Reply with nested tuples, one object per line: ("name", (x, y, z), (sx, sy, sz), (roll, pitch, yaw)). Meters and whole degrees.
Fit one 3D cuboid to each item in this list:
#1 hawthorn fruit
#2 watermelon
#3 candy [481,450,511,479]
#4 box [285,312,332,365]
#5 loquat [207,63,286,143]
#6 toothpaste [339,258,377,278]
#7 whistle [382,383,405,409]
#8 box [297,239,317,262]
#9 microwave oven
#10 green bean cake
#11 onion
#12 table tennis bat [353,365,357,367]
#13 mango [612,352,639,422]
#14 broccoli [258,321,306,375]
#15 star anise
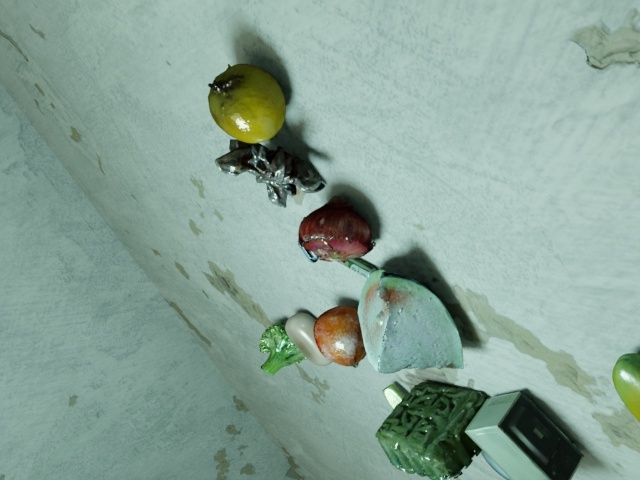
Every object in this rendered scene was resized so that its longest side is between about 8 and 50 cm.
("hawthorn fruit", (0.062, 0.260, 1.668), (0.173, 0.173, 0.173), (35, 150, 23))
("watermelon", (0.155, 0.197, 1.394), (0.289, 0.214, 0.320), (9, 146, 53))
("candy", (0.473, 0.567, 1.546), (0.138, 0.071, 0.174), (39, 173, 32))
("box", (-0.030, 0.324, 1.964), (0.200, 0.088, 0.146), (52, 151, -7))
("loquat", (-0.150, -0.281, 1.274), (0.172, 0.149, 0.204), (25, 162, 36))
("toothpaste", (0.076, 0.054, 1.519), (0.204, 0.031, 0.049), (28, 147, 36))
("whistle", (0.300, 0.560, 1.802), (0.294, 0.141, 0.141), (58, 158, 22))
("box", (0.000, 0.000, 1.489), (0.054, 0.099, 0.074), (-17, 113, 44))
("microwave oven", (0.471, 0.462, 1.386), (0.205, 0.129, 0.163), (46, 151, 2))
("green bean cake", (0.297, 0.484, 1.541), (0.255, 0.241, 0.132), (-7, 117, 58))
("onion", (0.039, -0.027, 1.368), (0.183, 0.147, 0.184), (13, 169, 3))
("table tennis bat", (0.101, 0.350, 1.893), (0.095, 0.014, 0.158), (27, 145, 32))
("mango", (0.580, 0.271, 1.014), (0.195, 0.092, 0.130), (48, 155, 9))
("broccoli", (-0.139, 0.383, 2.090), (0.219, 0.194, 0.194), (16, 140, 40))
("star anise", (-0.109, -0.163, 1.370), (0.282, 0.129, 0.212), (19, 173, 26))
